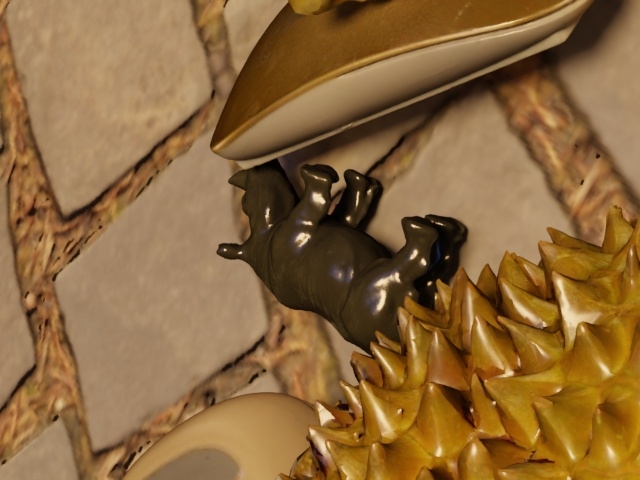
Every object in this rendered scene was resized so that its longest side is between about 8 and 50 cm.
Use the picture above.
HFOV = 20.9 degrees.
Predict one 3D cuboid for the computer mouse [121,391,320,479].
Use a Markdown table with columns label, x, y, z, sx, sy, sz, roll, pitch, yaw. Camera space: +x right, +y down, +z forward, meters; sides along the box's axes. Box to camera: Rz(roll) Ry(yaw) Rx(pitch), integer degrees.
| label | x | y | z | sx | sy | sz | roll | pitch | yaw |
| --- | --- | --- | --- | --- | --- | --- | --- | --- | --- |
| computer mouse | -0.011 | 0.176 | 0.668 | 0.145 | 0.082 | 0.236 | -37 | 58 | 30 |

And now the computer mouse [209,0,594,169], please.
| label | x | y | z | sx | sy | sz | roll | pitch | yaw |
| --- | --- | --- | --- | --- | --- | --- | --- | --- | --- |
| computer mouse | 0.029 | -0.090 | 0.703 | 0.199 | 0.045 | 0.102 | -19 | 35 | 39 |

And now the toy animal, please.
| label | x | y | z | sx | sy | sz | roll | pitch | yaw |
| --- | --- | --- | --- | --- | --- | --- | --- | --- | --- |
| toy animal | 0.000 | 0.000 | 0.728 | 0.136 | 0.047 | 0.065 | 31 | 105 | 41 |

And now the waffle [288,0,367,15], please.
| label | x | y | z | sx | sy | sz | roll | pitch | yaw |
| --- | --- | --- | --- | --- | --- | --- | --- | --- | --- |
| waffle | 0.067 | -0.221 | 0.676 | 0.283 | 0.065 | 0.309 | 9 | 75 | 52 |

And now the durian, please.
| label | x | y | z | sx | sy | sz | roll | pitch | yaw |
| --- | --- | --- | --- | --- | --- | --- | --- | --- | --- |
| durian | 0.055 | 0.084 | 0.545 | 0.138 | 0.183 | 0.249 | 20 | 60 | 11 |
